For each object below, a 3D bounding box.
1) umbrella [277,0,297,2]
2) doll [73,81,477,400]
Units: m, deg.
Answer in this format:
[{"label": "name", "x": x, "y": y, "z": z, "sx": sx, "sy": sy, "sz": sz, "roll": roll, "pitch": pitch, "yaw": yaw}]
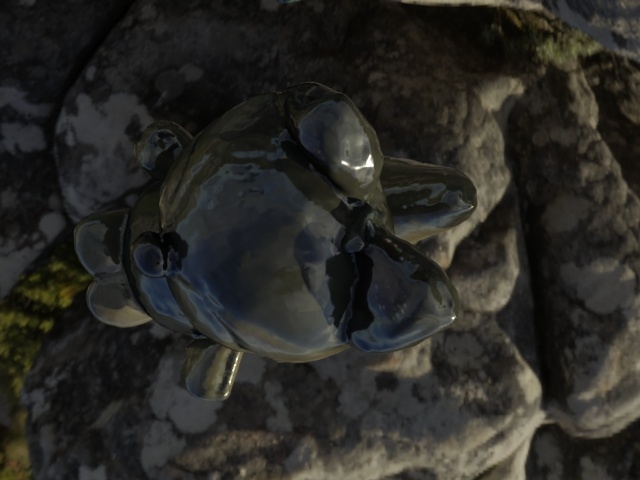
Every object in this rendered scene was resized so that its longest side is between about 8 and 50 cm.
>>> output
[{"label": "umbrella", "x": -0.008, "y": -0.425, "z": 1.016, "sx": 0.143, "sy": 0.094, "sz": 0.349, "roll": 40, "pitch": 132, "yaw": 1}, {"label": "doll", "x": -0.011, "y": -0.034, "z": 0.840, "sx": 0.382, "sy": 0.379, "sz": 0.252, "roll": -9, "pitch": 112, "yaw": 49}]
